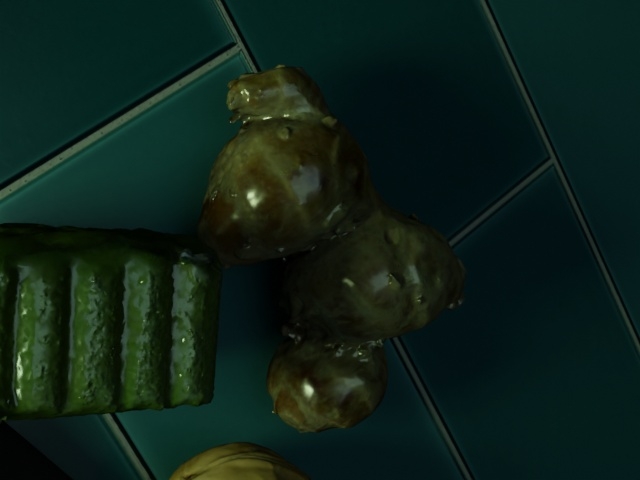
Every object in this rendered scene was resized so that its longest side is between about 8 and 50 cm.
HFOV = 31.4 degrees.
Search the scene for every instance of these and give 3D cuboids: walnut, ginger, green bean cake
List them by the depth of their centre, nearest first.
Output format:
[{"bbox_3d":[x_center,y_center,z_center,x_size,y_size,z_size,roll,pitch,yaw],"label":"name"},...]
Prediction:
[{"bbox_3d":[-0.235,0.064,0.973,0.250,0.247,0.156,3,89,-32],"label":"green bean cake"},{"bbox_3d":[-0.068,0.289,1.130,0.165,0.165,0.197,-48,117,-23],"label":"walnut"},{"bbox_3d":[0.000,0.000,1.175,0.256,0.176,0.375,-30,106,-13],"label":"ginger"}]

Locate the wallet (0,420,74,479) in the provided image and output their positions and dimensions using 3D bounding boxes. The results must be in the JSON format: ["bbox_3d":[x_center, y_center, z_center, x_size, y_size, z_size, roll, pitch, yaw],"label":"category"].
[{"bbox_3d":[-0.230,0.339,1.038,0.406,0.062,0.228,48,37,-25],"label":"wallet"}]
